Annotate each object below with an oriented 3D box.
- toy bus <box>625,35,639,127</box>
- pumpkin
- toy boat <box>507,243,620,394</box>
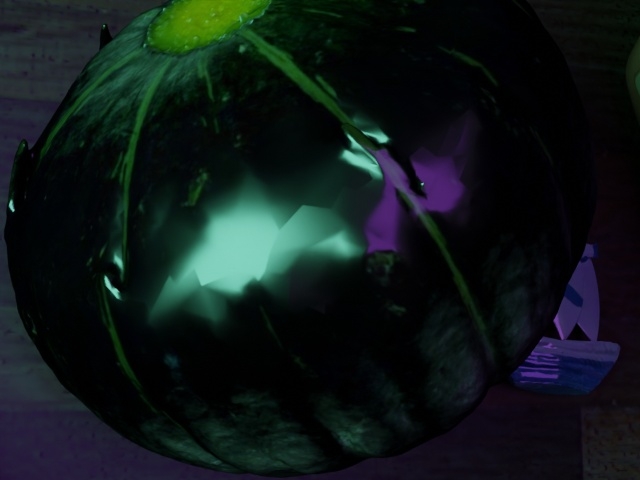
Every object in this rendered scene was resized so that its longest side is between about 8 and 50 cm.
[{"bbox_3d":[0.324,-0.125,0.603,0.194,0.288,0.232,-20,74,-17],"label":"toy bus"},{"bbox_3d":[0.000,0.000,0.488,0.295,0.296,0.296,3,82,-18],"label":"pumpkin"},{"bbox_3d":[0.169,0.043,0.658,0.105,0.034,0.149,32,62,-8],"label":"toy boat"}]
